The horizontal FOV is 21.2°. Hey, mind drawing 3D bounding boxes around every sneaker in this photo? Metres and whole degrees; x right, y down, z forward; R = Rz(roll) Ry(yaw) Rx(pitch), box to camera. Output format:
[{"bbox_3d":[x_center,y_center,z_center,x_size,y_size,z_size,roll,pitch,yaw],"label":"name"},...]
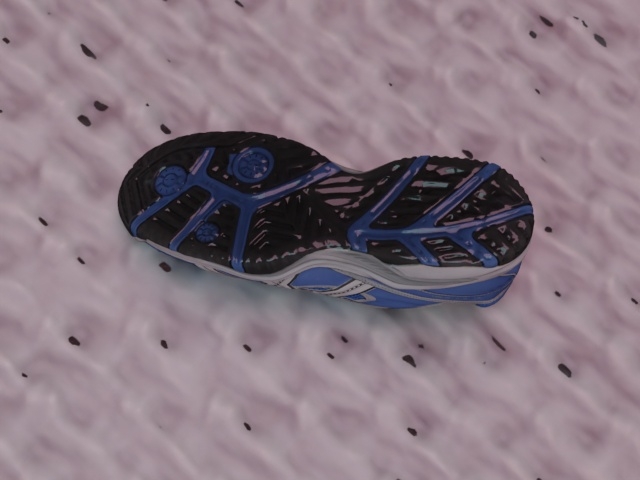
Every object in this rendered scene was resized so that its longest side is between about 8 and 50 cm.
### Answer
[{"bbox_3d":[0.000,0.000,0.855,0.211,0.081,0.080,10,63,12],"label":"sneaker"}]
